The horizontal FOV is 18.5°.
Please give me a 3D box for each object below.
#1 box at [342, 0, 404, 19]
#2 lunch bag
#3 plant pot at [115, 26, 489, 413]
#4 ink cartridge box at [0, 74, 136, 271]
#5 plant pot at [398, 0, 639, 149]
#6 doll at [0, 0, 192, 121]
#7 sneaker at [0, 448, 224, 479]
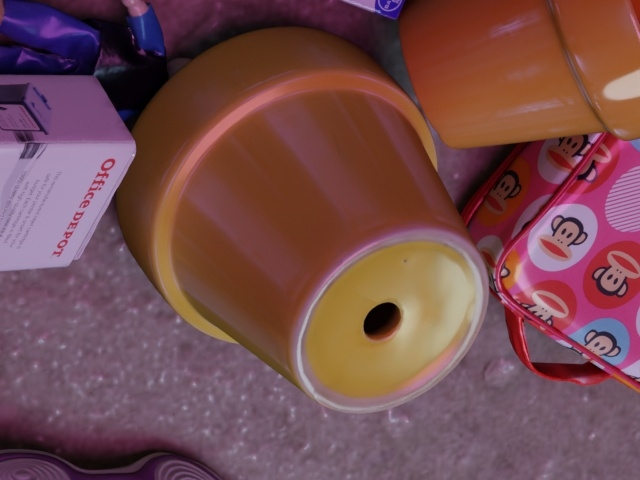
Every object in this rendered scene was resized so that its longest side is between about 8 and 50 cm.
[{"bbox_3d":[0.014,-0.254,1.512,0.137,0.072,0.126,16,106,-27],"label":"box"},{"bbox_3d":[0.269,0.016,1.717,0.293,0.120,0.258,35,98,-32],"label":"lunch bag"},{"bbox_3d":[0.000,0.000,1.505,0.254,0.239,0.254,-15,128,-20],"label":"plant pot"},{"bbox_3d":[-0.252,-0.047,1.439,0.190,0.082,0.140,-5,140,-41],"label":"ink cartridge box"},{"bbox_3d":[0.171,-0.160,1.545,0.188,0.205,0.205,-19,124,19],"label":"plant pot"},{"bbox_3d":[-0.171,-0.140,1.501,0.189,0.046,0.129,14,117,-29],"label":"doll"},{"bbox_3d":[-0.183,0.256,1.668,0.305,0.114,0.152,12,129,-28],"label":"sneaker"}]
